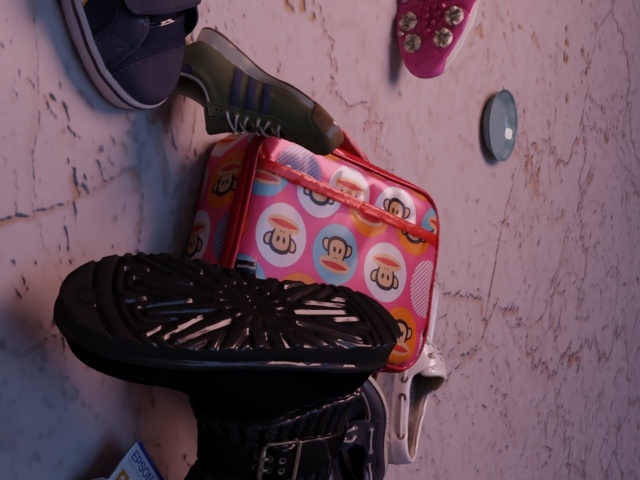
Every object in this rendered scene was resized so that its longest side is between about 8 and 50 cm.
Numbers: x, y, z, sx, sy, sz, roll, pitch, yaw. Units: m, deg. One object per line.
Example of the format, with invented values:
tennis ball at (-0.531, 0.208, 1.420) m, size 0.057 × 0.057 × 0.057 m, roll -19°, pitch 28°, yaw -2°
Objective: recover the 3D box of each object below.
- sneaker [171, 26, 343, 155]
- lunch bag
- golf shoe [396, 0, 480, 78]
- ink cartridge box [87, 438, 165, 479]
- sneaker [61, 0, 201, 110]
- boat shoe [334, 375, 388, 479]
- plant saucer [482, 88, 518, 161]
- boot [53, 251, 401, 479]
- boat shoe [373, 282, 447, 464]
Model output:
sneaker at (-0.076, -0.126, 1.061) m, size 0.086 × 0.192 × 0.064 m, roll -45°, pitch 162°, yaw -20°
lunch bag at (0.000, 0.000, 1.182) m, size 0.293 × 0.120 × 0.258 m, roll 21°, pitch 72°, yaw -37°
golf shoe at (0.191, -0.354, 1.506) m, size 0.140 × 0.115 × 0.306 m, roll 36°, pitch 65°, yaw -58°
ink cartridge box at (-0.202, 0.340, 1.030) m, size 0.224 × 0.045 × 0.223 m, roll -59°, pitch 140°, yaw -40°
sneaker at (-0.156, -0.268, 0.950) m, size 0.126 × 0.127 × 0.321 m, roll -39°, pitch 128°, yaw -51°
boat shoe at (0.045, 0.250, 1.387) m, size 0.065 × 0.075 × 0.206 m, roll -50°, pitch 139°, yaw -47°
plant saucer at (0.292, -0.189, 1.770) m, size 0.119 × 0.021 × 0.119 m, roll -13°, pitch 106°, yaw -57°
boot at (-0.107, 0.163, 1.013) m, size 0.348 × 0.131 × 0.260 m, roll 11°, pitch 119°, yaw -29°
boat shoe at (0.134, 0.179, 1.497) m, size 0.098 × 0.096 × 0.277 m, roll 39°, pitch 61°, yaw -52°
